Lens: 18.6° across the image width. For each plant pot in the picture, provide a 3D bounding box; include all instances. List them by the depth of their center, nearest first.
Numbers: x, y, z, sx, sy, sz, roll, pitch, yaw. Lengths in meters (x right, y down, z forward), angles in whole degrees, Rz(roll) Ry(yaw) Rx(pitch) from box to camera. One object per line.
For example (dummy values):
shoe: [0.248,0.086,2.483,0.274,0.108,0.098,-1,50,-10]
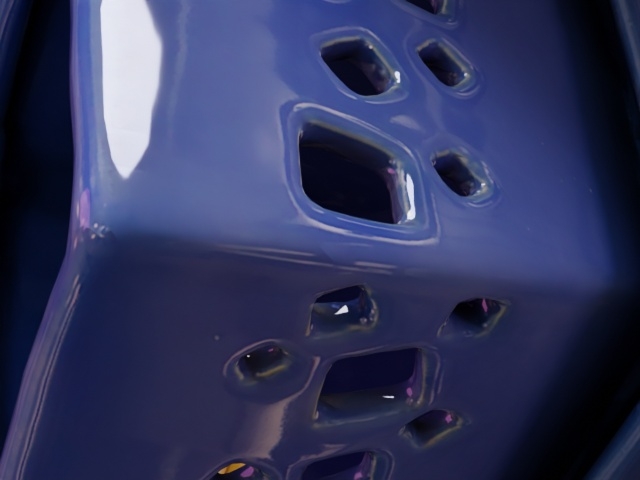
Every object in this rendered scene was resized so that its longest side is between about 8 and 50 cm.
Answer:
plant pot: [0.000,0.000,0.625,0.236,0.212,0.236,115,157,-45]

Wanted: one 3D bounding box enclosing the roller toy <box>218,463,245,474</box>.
roller toy: [-0.082,0.140,1.444,0.209,0.146,0.191,124,157,-47]
